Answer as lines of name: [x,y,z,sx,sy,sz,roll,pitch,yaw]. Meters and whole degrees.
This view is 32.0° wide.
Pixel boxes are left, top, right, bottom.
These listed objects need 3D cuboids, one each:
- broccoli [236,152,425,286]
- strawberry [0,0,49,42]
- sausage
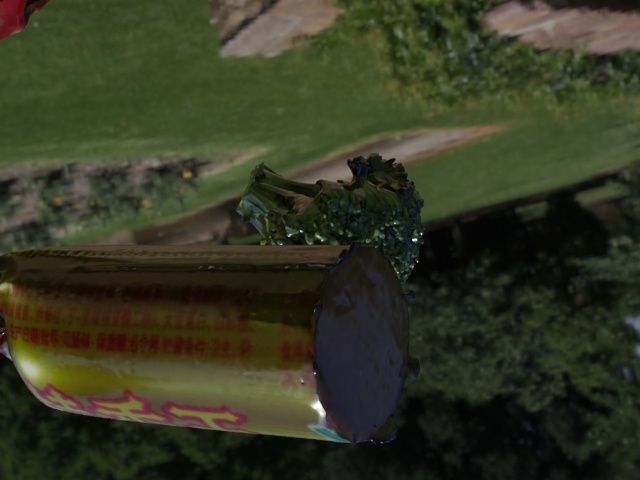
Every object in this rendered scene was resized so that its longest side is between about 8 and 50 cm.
broccoli: [0.003,0.002,1.019,0.176,0.226,0.198,30,125,-26]
strawberry: [-0.209,-0.138,0.444,0.234,0.178,0.234,26,164,8]
sausage: [-0.107,0.058,0.706,0.317,0.117,0.125,0,142,24]
